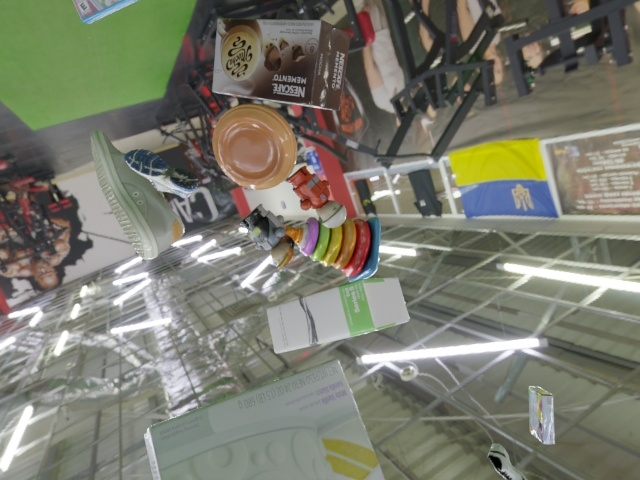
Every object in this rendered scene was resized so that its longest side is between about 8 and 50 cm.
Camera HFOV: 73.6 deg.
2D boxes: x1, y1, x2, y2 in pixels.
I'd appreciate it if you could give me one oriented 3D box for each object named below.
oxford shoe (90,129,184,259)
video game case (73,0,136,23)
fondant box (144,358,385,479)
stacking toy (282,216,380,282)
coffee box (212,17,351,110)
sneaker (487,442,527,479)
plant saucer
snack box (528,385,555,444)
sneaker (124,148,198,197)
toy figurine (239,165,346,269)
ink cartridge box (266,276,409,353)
[{"bbox_3d":[-0.496,-0.134,1.139,0.130,0.449,0.169,-24,150,-31],"label":"oxford shoe"},{"bbox_3d":[-0.262,-0.359,0.493,0.119,0.166,0.015,-16,-165,14],"label":"video game case"},{"bbox_3d":[-0.033,0.332,0.479,0.239,0.330,0.096,-11,160,-31],"label":"fondant box"},{"bbox_3d":[0.000,0.000,1.146,0.302,0.165,0.175,12,157,-16],"label":"stacking toy"},{"bbox_3d":[-0.096,-0.401,0.974,0.297,0.167,0.119,19,-161,30],"label":"coffee box"},{"bbox_3d":[0.389,0.485,0.894,0.044,0.109,0.040,-8,144,-47],"label":"sneaker"},{"bbox_3d":[-0.153,-0.205,0.965,0.200,0.199,0.037,-15,-156,20],"label":"plant saucer"},{"bbox_3d":[0.664,0.523,1.288,0.037,0.141,0.100,0,175,6],"label":"snack box"},{"bbox_3d":[-0.299,-0.116,0.793,0.058,0.135,0.052,-45,-160,52],"label":"sneaker"},{"bbox_3d":[-0.057,-0.051,0.951,0.210,0.148,0.213,-42,-170,0],"label":"toy figurine"},{"bbox_3d":[0.040,0.176,1.018,0.273,0.114,0.198,-20,167,30],"label":"ink cartridge box"}]
